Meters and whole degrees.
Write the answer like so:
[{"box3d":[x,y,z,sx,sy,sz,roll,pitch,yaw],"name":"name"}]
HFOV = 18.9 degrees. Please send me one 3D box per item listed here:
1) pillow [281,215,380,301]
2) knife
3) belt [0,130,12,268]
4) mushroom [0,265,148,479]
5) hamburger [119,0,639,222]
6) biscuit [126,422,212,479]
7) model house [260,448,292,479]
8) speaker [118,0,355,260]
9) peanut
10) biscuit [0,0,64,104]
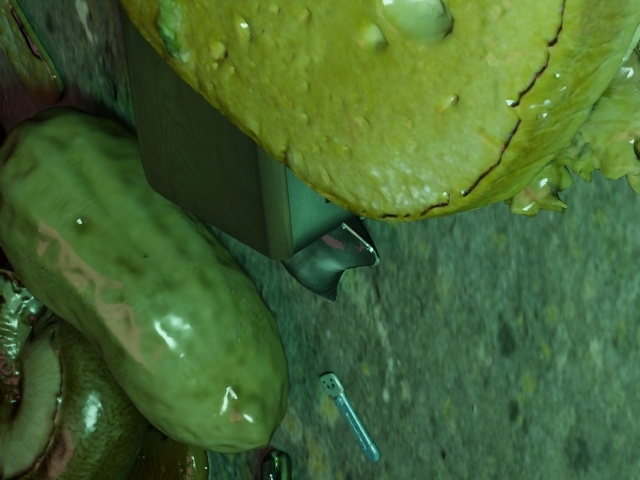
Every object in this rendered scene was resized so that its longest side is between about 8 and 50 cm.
[{"box3d":[-0.001,0.002,1.650,0.091,0.055,0.135,27,153,-12],"name":"pillow"},{"box3d":[0.028,0.167,1.799,0.096,0.010,0.027,60,148,-5],"name":"knife"},{"box3d":[-0.428,-0.063,2.113,0.227,0.115,0.324,6,120,53],"name":"belt"},{"box3d":[-0.282,0.161,2.031,0.297,0.163,0.278,11,104,55],"name":"mushroom"},{"box3d":[0.092,-0.149,1.199,0.445,0.268,0.287,-5,112,50],"name":"hamburger"},{"box3d":[-0.195,0.246,2.086,0.301,0.049,0.197,22,109,54],"name":"biscuit"},{"box3d":[-0.066,0.358,1.979,0.218,0.204,0.279,-14,77,55],"name":"model house"},{"box3d":[-0.043,-0.137,1.498,0.192,0.153,0.231,28,138,38],"name":"speaker"},{"box3d":[-0.172,0.043,1.811,0.387,0.169,0.192,52,153,7],"name":"peanut"},{"box3d":[-0.301,-0.199,1.911,0.147,0.018,0.071,58,150,-5],"name":"biscuit"}]
